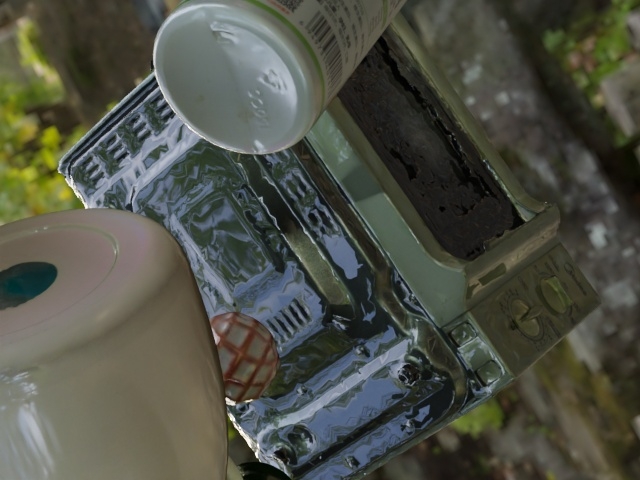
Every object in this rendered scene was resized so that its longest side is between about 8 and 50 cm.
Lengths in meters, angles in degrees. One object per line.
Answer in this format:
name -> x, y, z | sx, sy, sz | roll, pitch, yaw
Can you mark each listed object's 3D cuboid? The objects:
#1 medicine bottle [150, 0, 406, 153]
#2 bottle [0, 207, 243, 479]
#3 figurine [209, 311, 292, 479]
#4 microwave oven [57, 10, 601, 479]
medicine bottle -> -0.005, -0.125, 0.830 | 0.183, 0.086, 0.086 | -55, -49, -44
bottle -> -0.102, 0.118, 0.761 | 0.147, 0.148, 0.236 | -127, 20, -62
figurine -> -0.118, 0.157, 1.019 | 0.370, 0.281, 0.167 | 46, -149, -9
microwave oven -> 0.000, 0.000, 1.347 | 0.355, 0.286, 0.218 | 56, -148, 3
